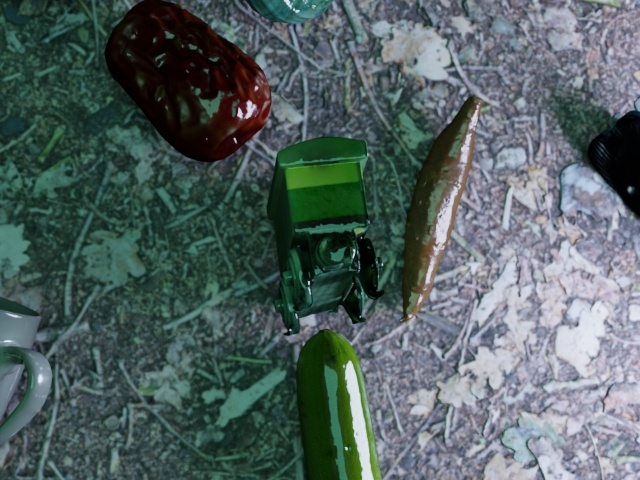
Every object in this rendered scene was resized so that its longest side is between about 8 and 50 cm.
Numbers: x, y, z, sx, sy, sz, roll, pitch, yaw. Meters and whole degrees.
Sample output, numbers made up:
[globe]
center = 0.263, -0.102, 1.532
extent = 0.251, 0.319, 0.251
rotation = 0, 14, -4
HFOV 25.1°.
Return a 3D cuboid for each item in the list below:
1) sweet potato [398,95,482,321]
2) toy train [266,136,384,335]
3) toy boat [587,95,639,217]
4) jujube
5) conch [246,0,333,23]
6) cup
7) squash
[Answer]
[sweet potato]
center = 0.148, -0.043, 1.917
extent = 0.072, 0.066, 0.314
rotation = 19, 86, 2
[toy train]
center = 0.000, 0.000, 1.783
extent = 0.120, 0.301, 0.202
rotation = -6, 77, -6
[toy boat]
center = 0.503, -0.060, 1.940
extent = 0.299, 0.134, 0.092
rotation = 46, 56, -3
[jujube]
center = -0.173, -0.207, 1.850
extent = 0.230, 0.155, 0.155
rotation = 42, 82, 4
[conch]
center = -0.037, -0.382, 1.884
extent = 0.202, 0.134, 0.196
rotation = 22, 85, -4
[cup]
center = -0.436, 0.181, 1.745
extent = 0.258, 0.186, 0.234
rotation = 15, 88, 35
[squash]
center = 0.030, 0.302, 1.857
extent = 0.101, 0.101, 0.378
rotation = -11, 86, -8
